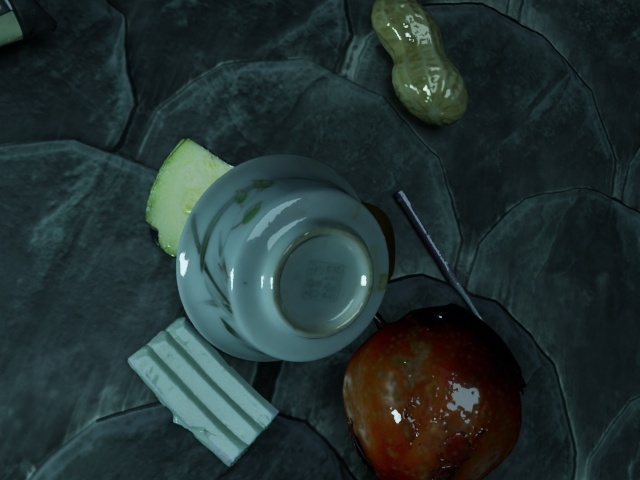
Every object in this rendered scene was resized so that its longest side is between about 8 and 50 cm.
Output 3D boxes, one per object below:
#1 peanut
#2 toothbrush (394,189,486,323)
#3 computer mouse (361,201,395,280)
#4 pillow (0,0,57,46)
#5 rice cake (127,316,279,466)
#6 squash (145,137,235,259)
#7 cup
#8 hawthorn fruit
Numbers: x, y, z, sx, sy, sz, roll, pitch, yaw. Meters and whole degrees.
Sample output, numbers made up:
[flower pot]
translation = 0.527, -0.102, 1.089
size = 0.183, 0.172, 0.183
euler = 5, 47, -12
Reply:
[peanut]
translation = 0.190, -0.362, 1.404
size = 0.136, 0.120, 0.298
euler = -17, 79, -30
[toothbrush]
translation = 0.237, 0.057, 1.354
size = 0.029, 0.024, 0.354
euler = -31, 89, -18
[computer mouse]
translation = 0.000, 0.000, 1.248
size = 0.311, 0.072, 0.158
euler = 7, 74, -21
[pillow]
translation = -0.570, -0.353, 1.094
size = 0.250, 0.106, 0.186
euler = -35, 89, -22
[rice cake]
translation = -0.185, 0.238, 1.115
size = 0.237, 0.043, 0.127
euler = 48, 63, -3
[squash]
translation = -0.194, -0.050, 1.181
size = 0.192, 0.085, 0.184
euler = 34, 92, 21
[cup]
translation = -0.031, 0.045, 1.081
size = 0.347, 0.163, 0.347
euler = -6, 103, -27
[hawthorn fruit]
translation = 0.189, 0.253, 1.136
size = 0.316, 0.316, 0.315
euler = 6, 73, -21
